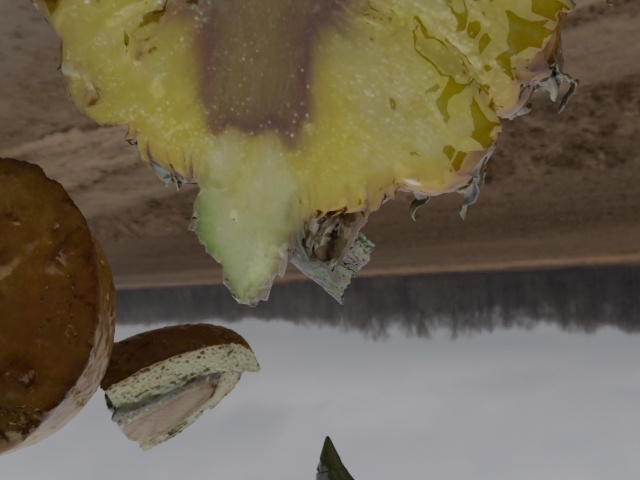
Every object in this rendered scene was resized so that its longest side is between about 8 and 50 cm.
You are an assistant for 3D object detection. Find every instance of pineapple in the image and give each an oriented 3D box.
[{"bbox_3d":[-0.004,-0.122,0.518,0.344,0.286,0.209,16,-149,17],"label":"pineapple"}]

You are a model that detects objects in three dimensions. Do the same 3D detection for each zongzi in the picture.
[{"bbox_3d":[0.060,0.369,1.170,0.154,0.131,0.062,17,-166,24],"label":"zongzi"}]

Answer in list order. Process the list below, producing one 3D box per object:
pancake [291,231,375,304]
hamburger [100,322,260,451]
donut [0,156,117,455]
[{"bbox_3d":[-0.003,0.004,1.359,0.197,0.054,0.376,8,151,28],"label":"pancake"},{"bbox_3d":[-0.204,0.166,1.110,0.207,0.135,0.155,-31,-140,-2],"label":"hamburger"},{"bbox_3d":[-0.310,0.070,0.745,0.277,0.278,0.108,-2,164,9],"label":"donut"}]
